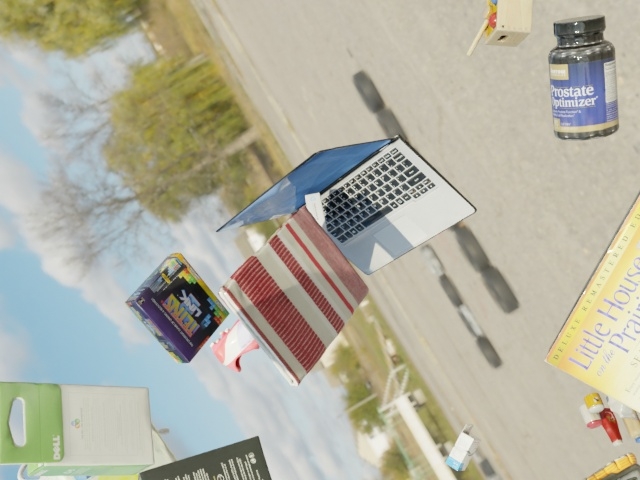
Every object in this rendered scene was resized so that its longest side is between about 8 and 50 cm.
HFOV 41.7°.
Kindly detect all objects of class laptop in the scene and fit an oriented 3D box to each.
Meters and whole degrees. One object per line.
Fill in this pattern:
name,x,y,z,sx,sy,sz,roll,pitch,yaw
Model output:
laptop,0.060,-0.046,1.894,0.408,0.382,0.236,41,-135,-17

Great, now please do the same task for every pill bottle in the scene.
pill bottle,0.495,-0.307,1.586,0.123,0.122,0.219,-125,24,-72

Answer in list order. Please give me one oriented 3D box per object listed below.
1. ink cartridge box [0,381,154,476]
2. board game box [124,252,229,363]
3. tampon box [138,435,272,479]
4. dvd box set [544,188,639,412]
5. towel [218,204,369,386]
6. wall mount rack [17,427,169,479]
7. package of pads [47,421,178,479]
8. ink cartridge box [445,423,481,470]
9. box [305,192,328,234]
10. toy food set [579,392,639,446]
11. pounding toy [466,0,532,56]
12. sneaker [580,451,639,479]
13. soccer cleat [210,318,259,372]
ink cartridge box,-0.327,0.249,1.102,0.209,0.062,0.109,11,-122,-37
board game box,-0.278,0.133,1.648,0.048,0.141,0.170,-11,124,47
tampon box,-0.148,0.339,1.095,0.120,0.161,0.101,111,142,-60
dvd box set,0.546,0.128,1.068,0.420,0.308,0.062,28,-160,15
towel,-0.044,0.102,1.649,0.237,0.037,0.329,52,-139,-9
wall mount rack,-0.531,0.533,2.023,0.304,0.350,0.130,-69,-36,-55
package of pads,-0.408,0.494,1.732,0.296,0.229,0.101,52,141,16
ink cartridge box,0.270,0.385,1.566,0.028,0.083,0.048,28,-179,30
box,0.000,0.000,1.934,0.186,0.038,0.145,78,-179,-60
toy food set,0.730,0.438,2.043,0.232,0.111,0.104,10,-131,-32
pounding toy,0.373,-0.462,1.755,0.141,0.100,0.130,140,133,-86
sneaker,0.376,0.371,1.156,0.083,0.215,0.084,58,156,23
soccer cleat,-0.148,0.192,1.905,0.095,0.248,0.083,43,-163,4
